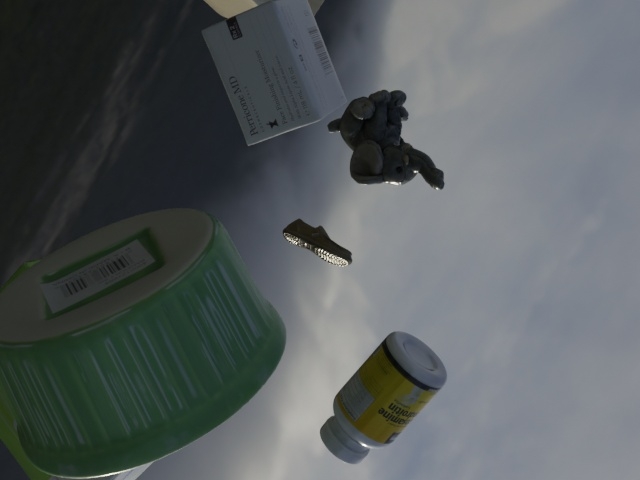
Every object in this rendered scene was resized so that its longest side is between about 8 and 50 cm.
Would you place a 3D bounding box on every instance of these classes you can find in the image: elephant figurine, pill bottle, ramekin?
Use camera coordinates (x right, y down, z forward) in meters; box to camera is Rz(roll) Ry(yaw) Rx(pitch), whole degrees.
[{"bbox_3d":[0.136,-0.182,2.341,0.169,0.239,0.186,-16,171,-9],"label":"elephant figurine"},{"bbox_3d":[0.082,0.221,1.538,0.184,0.103,0.103,-52,-169,20],"label":"pill bottle"},{"bbox_3d":[-0.201,0.092,1.165,0.303,0.148,0.303,-19,-157,8],"label":"ramekin"}]

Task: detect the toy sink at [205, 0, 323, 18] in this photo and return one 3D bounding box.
[{"bbox_3d":[-0.125,-0.483,2.055,0.234,0.153,0.131,28,-97,43],"label":"toy sink"}]

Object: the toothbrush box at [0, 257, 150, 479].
[{"bbox_3d":[-0.325,0.188,1.458,0.206,0.283,0.122,-46,167,23],"label":"toothbrush box"}]

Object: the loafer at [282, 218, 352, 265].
[{"bbox_3d":[0.000,0.000,2.156,0.050,0.148,0.056,-61,174,-22],"label":"loafer"}]

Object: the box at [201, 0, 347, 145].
[{"bbox_3d":[-0.063,-0.252,1.630,0.119,0.181,0.182,-19,-170,19],"label":"box"}]
